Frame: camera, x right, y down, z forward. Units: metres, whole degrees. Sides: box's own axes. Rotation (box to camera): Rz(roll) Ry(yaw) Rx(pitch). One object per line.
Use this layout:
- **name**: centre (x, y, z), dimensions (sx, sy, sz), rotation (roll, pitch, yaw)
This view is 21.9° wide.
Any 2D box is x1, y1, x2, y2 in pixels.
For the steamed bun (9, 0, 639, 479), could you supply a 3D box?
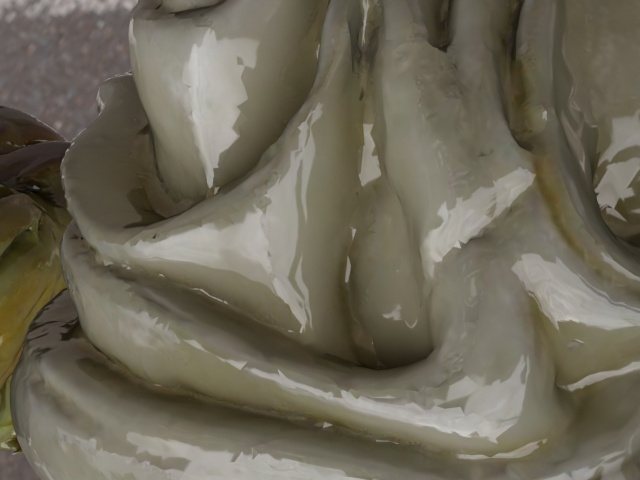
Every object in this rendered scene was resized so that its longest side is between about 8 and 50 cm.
- **steamed bun**: centre (0.004, -0.006, 0.611), dimensions (0.219, 0.310, 0.324), rotation (44, 132, -10)

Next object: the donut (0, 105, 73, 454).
- **donut**: centre (-0.270, 0.019, 0.954), dimensions (0.360, 0.360, 0.170), rotation (1, 110, 15)
